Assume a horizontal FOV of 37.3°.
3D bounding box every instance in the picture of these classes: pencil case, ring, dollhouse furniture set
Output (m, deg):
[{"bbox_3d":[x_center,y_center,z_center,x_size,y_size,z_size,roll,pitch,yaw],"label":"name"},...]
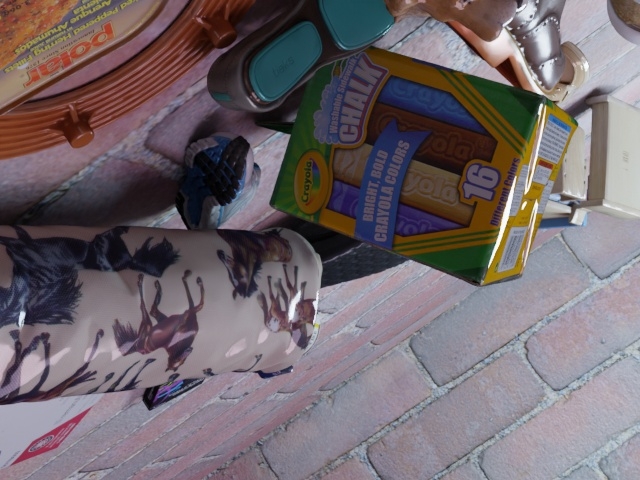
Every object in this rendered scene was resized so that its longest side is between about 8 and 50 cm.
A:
[{"bbox_3d":[-0.191,0.072,0.894,0.410,0.159,0.183,-1,142,-45],"label":"pencil case"},{"bbox_3d":[-0.160,-0.153,0.636,0.337,0.032,0.336,-32,165,-10],"label":"ring"},{"bbox_3d":[0.406,-0.144,1.756,0.286,0.198,0.303,12,169,-40],"label":"dollhouse furniture set"}]

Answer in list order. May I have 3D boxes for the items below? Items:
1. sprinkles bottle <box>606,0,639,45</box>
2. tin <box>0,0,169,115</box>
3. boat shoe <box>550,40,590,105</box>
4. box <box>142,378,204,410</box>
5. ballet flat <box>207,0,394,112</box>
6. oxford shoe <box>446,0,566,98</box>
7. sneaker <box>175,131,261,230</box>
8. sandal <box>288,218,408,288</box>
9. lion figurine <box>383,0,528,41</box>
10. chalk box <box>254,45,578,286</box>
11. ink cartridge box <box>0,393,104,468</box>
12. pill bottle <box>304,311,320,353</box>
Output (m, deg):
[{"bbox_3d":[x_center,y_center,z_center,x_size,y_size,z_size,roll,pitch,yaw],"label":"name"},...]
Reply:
[{"bbox_3d":[0.382,-0.325,1.039,0.121,0.121,0.355,-36,165,7],"label":"sprinkles bottle"},{"bbox_3d":[-0.174,-0.128,0.557,0.190,0.040,0.106,-31,160,-8],"label":"tin"},{"bbox_3d":[0.338,-0.226,1.364,0.059,0.063,0.170,-38,166,-7],"label":"boat shoe"},{"bbox_3d":[-0.244,0.237,1.657,0.116,0.029,0.162,-25,164,-29],"label":"box"},{"bbox_3d":[-0.014,-0.175,0.805,0.068,0.072,0.213,4,-144,47],"label":"ballet flat"},{"bbox_3d":[0.215,-0.236,0.977,0.132,0.130,0.364,-47,163,15],"label":"oxford shoe"},{"bbox_3d":[-0.094,-0.069,0.980,0.083,0.071,0.190,-33,174,-26],"label":"sneaker"},{"bbox_3d":[-0.001,0.000,1.333,0.446,0.107,0.167,-16,162,-14],"label":"sandal"},{"bbox_3d":[0.161,-0.322,0.637,0.240,0.142,0.392,-20,147,-19],"label":"lion figurine"},{"bbox_3d":[0.078,-0.089,0.947,0.180,0.289,0.179,-1,112,-66],"label":"chalk box"},{"bbox_3d":[-0.377,0.161,0.965,0.306,0.131,0.226,-17,158,-50],"label":"ink cartridge box"},{"bbox_3d":[-0.078,0.126,1.487,0.117,0.117,0.215,-35,164,5],"label":"pill bottle"}]
